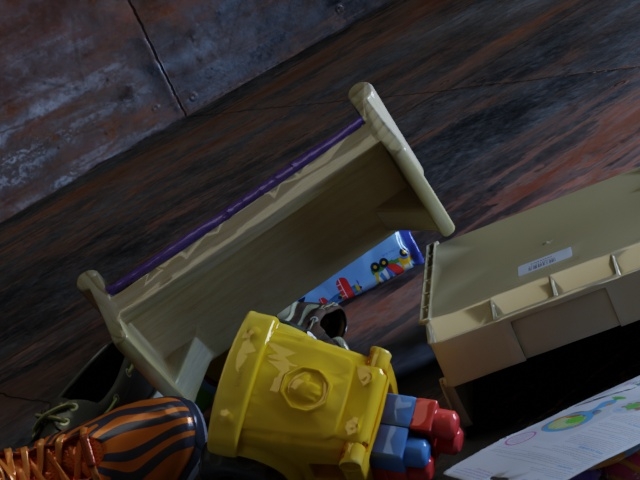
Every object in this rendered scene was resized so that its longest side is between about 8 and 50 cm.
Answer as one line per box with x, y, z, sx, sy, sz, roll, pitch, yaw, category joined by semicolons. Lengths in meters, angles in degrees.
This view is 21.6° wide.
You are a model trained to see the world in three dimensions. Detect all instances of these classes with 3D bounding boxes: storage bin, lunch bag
0.240;0.051;1.617;0.262;0.123;0.260;-21;16;12;storage bin
0.000;0.000;2.180;0.221;0.138;0.293;-26;6;3;lunch bag

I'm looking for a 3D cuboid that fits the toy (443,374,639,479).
0.235;0.168;1.359;0.237;0.056;0.137;-26;11;-24;toy

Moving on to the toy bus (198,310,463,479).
0.019;0.177;1.465;0.211;0.220;0.149;8;60;13;toy bus

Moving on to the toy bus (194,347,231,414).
-0.121;0.083;1.877;0.191;0.104;0.202;-58;2;-29;toy bus

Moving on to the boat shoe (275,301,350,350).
-0.014;0.127;1.812;0.095;0.095;0.257;-8;23;9;boat shoe

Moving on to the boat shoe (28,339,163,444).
-0.282;0.216;1.911;0.109;0.091;0.305;-16;18;30;boat shoe

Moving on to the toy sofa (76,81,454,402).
-0.063;-0.005;1.726;0.362;0.150;0.177;-34;45;2;toy sofa

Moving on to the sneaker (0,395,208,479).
-0.274;0.237;1.641;0.321;0.125;0.180;-30;-28;17;sneaker
